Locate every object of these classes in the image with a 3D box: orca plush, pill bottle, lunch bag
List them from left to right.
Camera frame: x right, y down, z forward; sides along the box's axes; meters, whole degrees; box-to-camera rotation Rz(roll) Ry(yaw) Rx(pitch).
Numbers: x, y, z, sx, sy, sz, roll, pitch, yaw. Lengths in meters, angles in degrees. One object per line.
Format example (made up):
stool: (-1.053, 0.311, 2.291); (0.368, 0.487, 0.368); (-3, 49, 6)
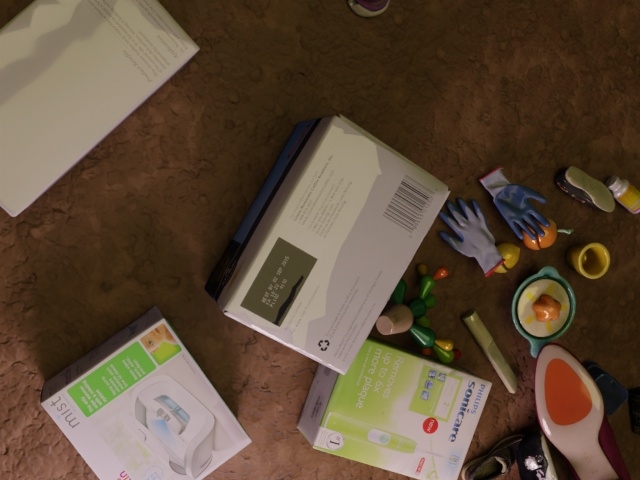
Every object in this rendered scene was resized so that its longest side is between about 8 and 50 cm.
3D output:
orca plush: (0.418, 0.500, 1.573); (0.102, 0.151, 0.287); (-18, 121, 13)
lunch bag: (0.545, 0.286, 1.606); (0.098, 0.065, 0.067); (39, 99, -17)
pill bottle: (0.596, -0.092, 1.596); (0.083, 0.043, 0.043); (35, 85, -16)

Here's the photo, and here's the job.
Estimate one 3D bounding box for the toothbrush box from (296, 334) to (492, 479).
toothbrush box: (0.130, 0.295, 1.462); (0.283, 0.122, 0.206); (21, 89, -18)

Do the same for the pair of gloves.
pair of gloves: (0.322, -0.040, 1.508); (0.198, 0.023, 0.159); (-37, 84, -6)

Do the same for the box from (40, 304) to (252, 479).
box: (-0.287, 0.283, 1.344); (0.231, 0.127, 0.262); (-35, 104, -12)

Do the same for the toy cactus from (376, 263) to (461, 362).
toy cactus: (0.168, 0.127, 1.439); (0.180, 0.112, 0.219); (-17, 85, -53)

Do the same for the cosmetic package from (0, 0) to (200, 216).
cosmetic package: (-0.399, -0.239, 1.252); (0.385, 0.156, 0.217); (-42, 104, -7)

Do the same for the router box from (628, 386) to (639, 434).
router box: (0.668, 0.348, 1.614); (0.038, 0.122, 0.092); (-11, 98, -20)

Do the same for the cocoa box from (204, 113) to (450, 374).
cocoa box: (0.000, 0.000, 1.343); (0.231, 0.228, 0.347); (30, 86, -16)

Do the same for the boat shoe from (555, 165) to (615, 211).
boat shoe: (0.512, -0.096, 1.576); (0.133, 0.042, 0.049); (32, 66, -16)

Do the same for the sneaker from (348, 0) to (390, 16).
sneaker: (0.067, -0.502, 1.383); (0.095, 0.104, 0.236); (-26, 100, -10)

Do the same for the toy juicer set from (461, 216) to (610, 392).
toy juicer set: (0.388, 0.106, 1.533); (0.209, 0.089, 0.329); (35, 86, -16)

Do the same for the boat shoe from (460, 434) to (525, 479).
boat shoe: (0.344, 0.427, 1.568); (0.152, 0.049, 0.056); (-30, 100, -12)

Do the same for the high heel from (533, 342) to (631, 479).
high heel: (0.499, 0.360, 1.578); (0.127, 0.181, 0.377); (-17, 93, 16)
